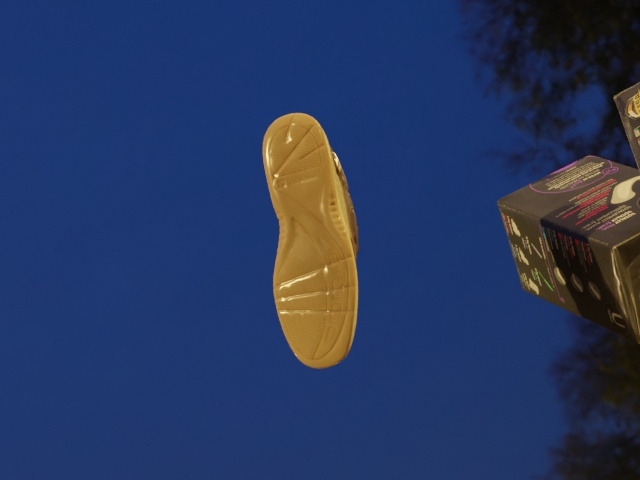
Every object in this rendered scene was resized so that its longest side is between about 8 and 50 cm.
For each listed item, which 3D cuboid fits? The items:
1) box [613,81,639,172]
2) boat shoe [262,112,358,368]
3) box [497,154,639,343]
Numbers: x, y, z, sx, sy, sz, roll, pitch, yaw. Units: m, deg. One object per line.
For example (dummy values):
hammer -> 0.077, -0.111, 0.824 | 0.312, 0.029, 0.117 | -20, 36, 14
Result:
box -> 0.426, 0.006, 1.450 | 0.073, 0.295, 0.293 | -33, -61, 20
boat shoe -> 0.000, 0.000, 1.568 | 0.103, 0.285, 0.092 | -13, -7, 23
box -> 0.378, 0.005, 1.795 | 0.165, 0.270, 0.143 | -26, -68, -16
